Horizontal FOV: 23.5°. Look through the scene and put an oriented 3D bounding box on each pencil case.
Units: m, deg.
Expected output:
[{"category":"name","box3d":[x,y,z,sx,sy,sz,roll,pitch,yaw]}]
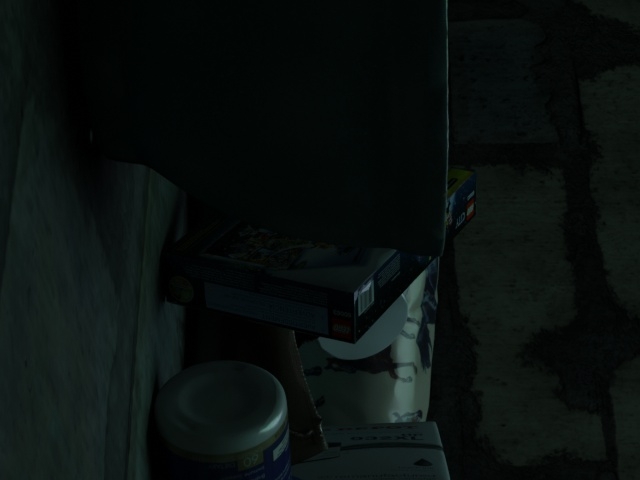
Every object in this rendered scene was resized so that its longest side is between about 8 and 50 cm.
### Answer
[{"category":"pencil case","box3d":[0.033,0.113,1.700,0.160,0.183,0.410,11,83,-61]}]

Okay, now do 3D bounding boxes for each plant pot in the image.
[{"category":"plant pot","box3d":[-0.031,-0.134,0.879,0.293,0.196,0.293,-2,90,-88]}]

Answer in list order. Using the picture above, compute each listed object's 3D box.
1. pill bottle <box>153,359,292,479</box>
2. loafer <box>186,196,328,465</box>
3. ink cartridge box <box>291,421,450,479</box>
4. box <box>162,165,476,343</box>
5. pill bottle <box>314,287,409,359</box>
[{"category":"pill bottle","box3d":[-0.067,0.179,1.115,0.094,0.094,0.169,-88,176,-56]},{"category":"loafer","box3d":[-0.044,0.041,1.341,0.134,0.130,0.366,84,5,-66]},{"category":"ink cartridge box","box3d":[0.011,0.262,1.449,0.307,0.223,0.129,-64,151,-86]},{"category":"box","box3d":[0.006,-0.006,1.198,0.233,0.159,0.044,-42,136,-52]},{"category":"pill bottle","box3d":[0.000,0.000,1.499,0.264,0.146,0.146,-117,-161,-52]}]
